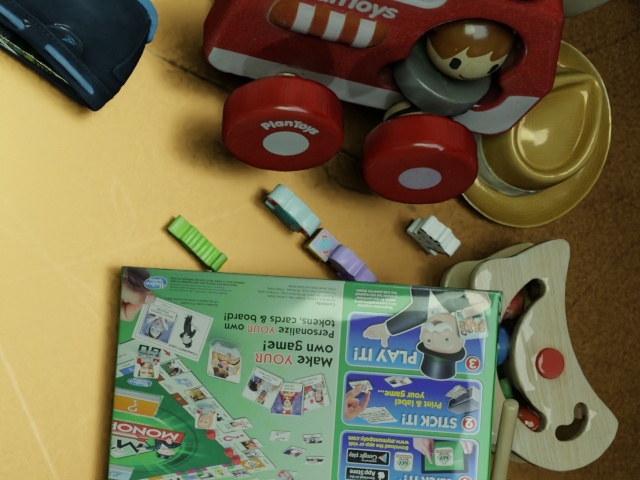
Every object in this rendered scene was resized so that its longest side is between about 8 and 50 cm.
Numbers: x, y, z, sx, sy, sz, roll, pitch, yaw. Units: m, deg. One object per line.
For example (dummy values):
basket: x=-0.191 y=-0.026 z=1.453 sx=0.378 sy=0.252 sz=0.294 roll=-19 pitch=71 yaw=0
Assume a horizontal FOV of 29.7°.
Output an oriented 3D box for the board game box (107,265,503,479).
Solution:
board game box: x=-0.015 y=0.137 z=1.008 sx=0.317 sy=0.046 sz=0.213 roll=4 pitch=89 yaw=5

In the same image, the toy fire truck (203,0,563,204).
toy fire truck: x=0.061 y=-0.169 z=0.969 sx=0.302 sy=0.254 sz=0.169 roll=12 pitch=62 yaw=-19

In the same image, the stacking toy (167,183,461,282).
stacking toy: x=0.000 y=0.000 z=1.077 sx=0.221 sy=0.052 sz=0.167 roll=42 pitch=76 yaw=-14

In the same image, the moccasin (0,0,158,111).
moccasin: x=-0.294 y=-0.208 z=0.932 sx=0.342 sy=0.138 sz=0.117 roll=25 pitch=85 yaw=-17

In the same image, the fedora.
fedora: x=0.209 y=-0.107 z=1.138 sx=0.194 sy=0.079 sz=0.194 roll=0 pitch=89 yaw=-20

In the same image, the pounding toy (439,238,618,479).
pounding toy: x=0.203 y=0.131 z=1.090 sx=0.154 sy=0.155 sz=0.269 roll=4 pitch=85 yaw=-18

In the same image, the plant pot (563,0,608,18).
plant pot: x=0.162 y=-0.345 z=1.026 sx=0.280 sy=0.323 sz=0.323 roll=36 pitch=78 yaw=-32
